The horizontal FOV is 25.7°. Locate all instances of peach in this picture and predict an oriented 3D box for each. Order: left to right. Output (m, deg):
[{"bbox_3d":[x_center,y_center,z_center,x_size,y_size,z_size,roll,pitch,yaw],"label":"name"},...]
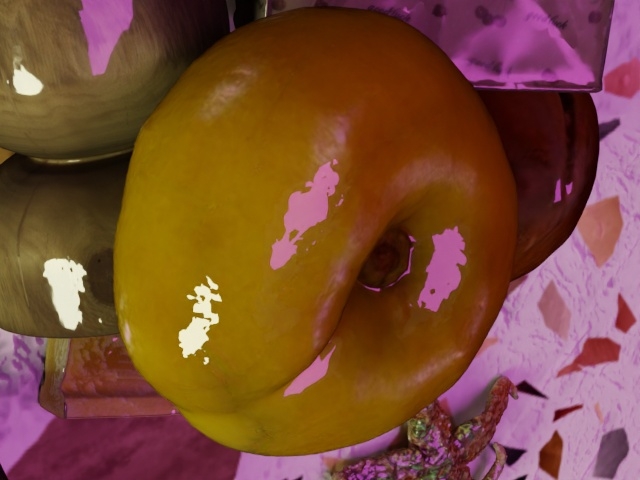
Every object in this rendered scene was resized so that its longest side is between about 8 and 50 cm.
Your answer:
[{"bbox_3d":[0.000,0.000,0.761,0.251,0.153,0.251,-15,115,-35],"label":"peach"}]

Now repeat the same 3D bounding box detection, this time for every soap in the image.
[{"bbox_3d":[-0.076,0.079,1.007,0.252,0.037,0.092,4,101,-38],"label":"soap"}]

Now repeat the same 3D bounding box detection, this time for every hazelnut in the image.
[{"bbox_3d":[0.118,-0.056,1.010,0.208,0.208,0.208,-11,108,-34],"label":"hazelnut"}]

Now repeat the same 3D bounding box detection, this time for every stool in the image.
[{"bbox_3d":[-0.137,-0.097,0.823,0.179,0.179,0.264,-21,114,-31],"label":"stool"}]

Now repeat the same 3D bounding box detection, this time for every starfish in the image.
[{"bbox_3d":[0.092,0.179,1.164,0.210,0.053,0.150,-39,135,-27],"label":"starfish"}]

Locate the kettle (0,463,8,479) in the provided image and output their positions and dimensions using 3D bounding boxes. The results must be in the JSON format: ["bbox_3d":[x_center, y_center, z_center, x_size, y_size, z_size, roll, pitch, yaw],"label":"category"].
[{"bbox_3d":[-0.235,0.268,0.856,0.202,0.144,0.232,-33,115,-27],"label":"kettle"}]

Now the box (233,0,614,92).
[{"bbox_3d":[0.066,-0.257,0.862,0.225,0.190,0.297,0,113,-10],"label":"box"}]
